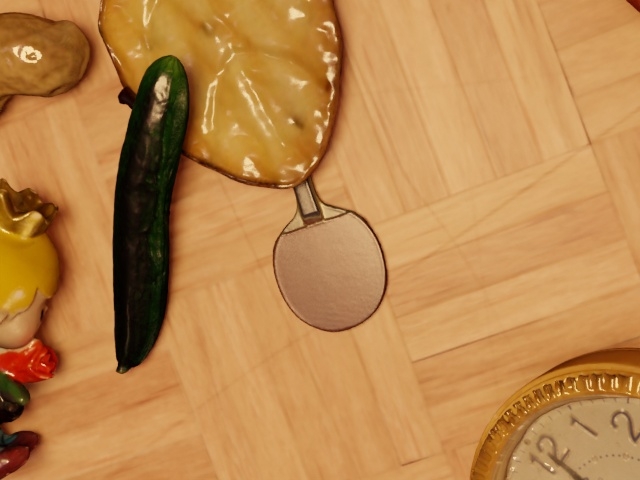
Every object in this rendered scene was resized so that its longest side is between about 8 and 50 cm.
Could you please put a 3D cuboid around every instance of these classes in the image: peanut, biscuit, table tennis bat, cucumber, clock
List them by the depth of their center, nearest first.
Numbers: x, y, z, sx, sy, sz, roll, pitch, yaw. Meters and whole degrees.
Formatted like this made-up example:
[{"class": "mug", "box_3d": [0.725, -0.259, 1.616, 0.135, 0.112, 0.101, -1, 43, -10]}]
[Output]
[{"class": "clock", "box_3d": [0.268, 0.214, 0.798, 0.317, 0.200, 0.244, 35, 109, 20]}, {"class": "biscuit", "box_3d": [-0.076, -0.160, 0.916, 0.203, 0.041, 0.260, -29, 85, 11]}, {"class": "cucumber", "box_3d": [-0.146, -0.018, 0.917, 0.056, 0.056, 0.284, 15, 113, 10]}, {"class": "table tennis bat", "box_3d": [0.000, 0.000, 0.930, 0.095, 0.014, 0.158, -18, 91, 14]}, {"class": "peanut", "box_3d": [-0.289, -0.144, 0.947, 0.193, 0.089, 0.089, -16, 91, 13]}]

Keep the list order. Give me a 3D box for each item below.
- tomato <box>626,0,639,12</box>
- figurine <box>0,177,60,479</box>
[{"class": "tomato", "box_3d": [0.323, -0.290, 0.707, 0.342, 0.273, 0.341, 1, 95, 12]}, {"class": "figurine", "box_3d": [-0.277, 0.078, 0.946, 0.185, 0.127, 0.234, 41, 91, 1]}]
